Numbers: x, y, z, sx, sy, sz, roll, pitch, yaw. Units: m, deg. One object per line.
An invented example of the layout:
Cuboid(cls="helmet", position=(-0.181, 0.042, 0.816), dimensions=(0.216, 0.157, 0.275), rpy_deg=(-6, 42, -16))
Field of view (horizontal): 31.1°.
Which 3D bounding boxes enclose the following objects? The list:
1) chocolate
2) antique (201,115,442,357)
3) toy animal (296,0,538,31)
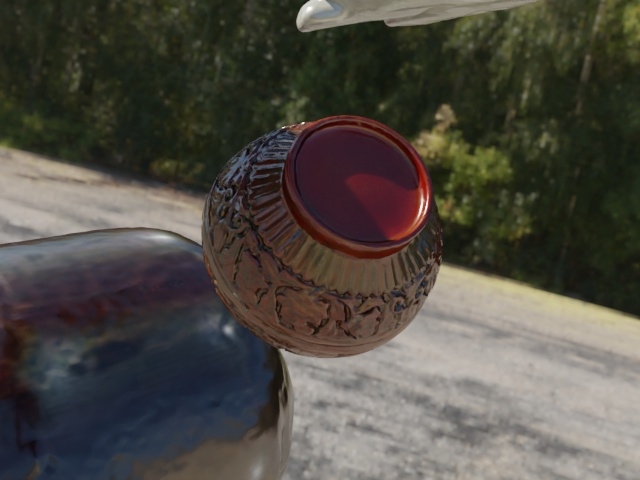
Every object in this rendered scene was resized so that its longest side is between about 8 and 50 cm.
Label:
Cuboid(cls="chocolate", position=(-0.193, 0.142, 0.974), dimensions=(0.331, 0.384, 0.383), rpy_deg=(-24, 21, -21))
Cuboid(cls="antique", position=(0.000, 0.000, 0.469), dimensions=(0.104, 0.104, 0.104), rpy_deg=(14, 5, -1))
Cuboid(cls="toy animal", position=(0.029, -0.232, 0.550), dimensions=(0.138, 0.282, 0.140), rpy_deg=(-22, -5, 39))
